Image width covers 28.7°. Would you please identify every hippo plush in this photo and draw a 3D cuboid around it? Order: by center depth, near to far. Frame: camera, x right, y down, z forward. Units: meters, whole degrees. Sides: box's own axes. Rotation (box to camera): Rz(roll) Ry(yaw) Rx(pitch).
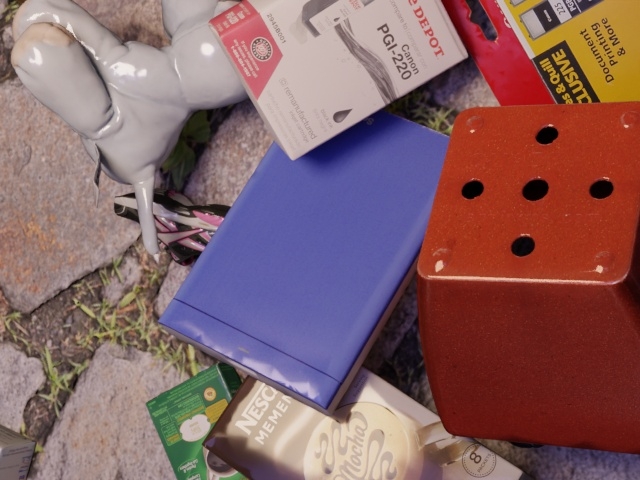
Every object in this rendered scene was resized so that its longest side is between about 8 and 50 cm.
[{"bbox_3d":[-0.181,-0.199,1.369,0.237,0.234,0.294,-32,48,9],"label":"hippo plush"}]

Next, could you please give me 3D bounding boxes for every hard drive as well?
[{"bbox_3d":[0.000,0.000,1.319,0.210,0.040,0.318,24,73,23],"label":"hard drive"}]

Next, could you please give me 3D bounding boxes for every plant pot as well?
[{"bbox_3d":[0.222,0.018,1.123,0.267,0.235,0.267,1,59,28],"label":"plant pot"}]

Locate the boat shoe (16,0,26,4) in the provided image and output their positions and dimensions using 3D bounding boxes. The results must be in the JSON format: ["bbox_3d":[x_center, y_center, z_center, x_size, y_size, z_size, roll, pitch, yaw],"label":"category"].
[{"bbox_3d":[-0.382,-0.331,1.578,0.153,0.048,0.056,24,111,30],"label":"boat shoe"}]

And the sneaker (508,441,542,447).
[{"bbox_3d":[0.241,0.156,1.266,0.267,0.101,0.106,11,107,31],"label":"sneaker"}]

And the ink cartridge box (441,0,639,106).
[{"bbox_3d":[0.235,-0.264,1.199,0.272,0.130,0.309,-30,95,22],"label":"ink cartridge box"}]

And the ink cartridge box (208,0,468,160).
[{"bbox_3d":[0.019,-0.208,1.292,0.218,0.092,0.158,-32,112,-2],"label":"ink cartridge box"}]

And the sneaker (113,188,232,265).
[{"bbox_3d":[-0.169,-0.010,1.460,0.178,0.072,0.077,16,107,30],"label":"sneaker"}]

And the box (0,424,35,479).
[{"bbox_3d":[-0.445,0.296,1.577,0.126,0.072,0.137,21,97,23],"label":"box"}]

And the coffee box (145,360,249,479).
[{"bbox_3d":[-0.118,0.246,1.445,0.113,0.040,0.184,-31,77,20],"label":"coffee box"}]

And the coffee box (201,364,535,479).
[{"bbox_3d":[0.050,0.233,1.306,0.297,0.119,0.168,31,85,21],"label":"coffee box"}]
